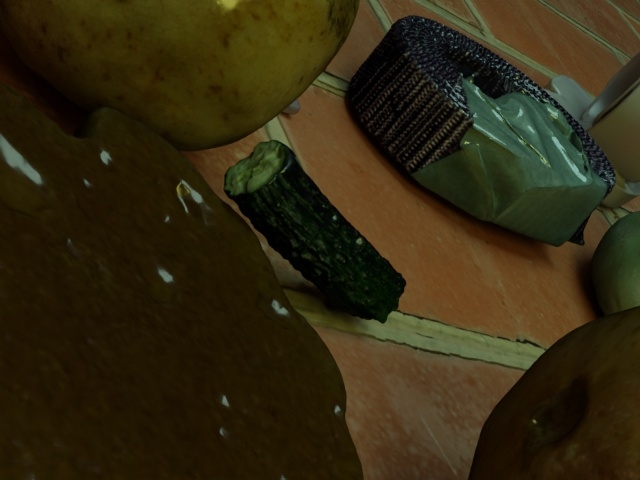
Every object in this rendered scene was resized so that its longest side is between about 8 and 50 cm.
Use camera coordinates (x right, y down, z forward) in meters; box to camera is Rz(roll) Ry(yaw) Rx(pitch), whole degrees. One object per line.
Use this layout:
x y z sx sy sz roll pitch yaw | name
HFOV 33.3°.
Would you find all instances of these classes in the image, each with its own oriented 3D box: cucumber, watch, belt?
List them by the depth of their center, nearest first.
0.001 0.000 0.742 0.187 0.058 0.058 45 20 -48 | cucumber
0.177 -0.121 1.144 0.325 0.122 0.260 17 34 -42 | belt
0.424 -0.192 1.464 0.196 0.231 0.244 41 31 -4 | watch

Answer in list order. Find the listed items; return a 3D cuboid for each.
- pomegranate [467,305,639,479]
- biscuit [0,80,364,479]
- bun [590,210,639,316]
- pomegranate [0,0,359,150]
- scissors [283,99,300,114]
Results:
0.251 0.191 0.595 0.342 0.342 0.342 34 30 -22 | pomegranate
-0.122 0.044 0.541 0.381 0.074 0.359 48 22 5 | biscuit
0.447 0.070 1.188 0.293 0.187 0.293 31 33 -23 | bun
-0.101 -0.188 0.730 0.260 0.260 0.260 34 30 -22 | pomegranate
-0.099 -0.192 0.960 0.212 0.021 0.110 50 31 9 | scissors
